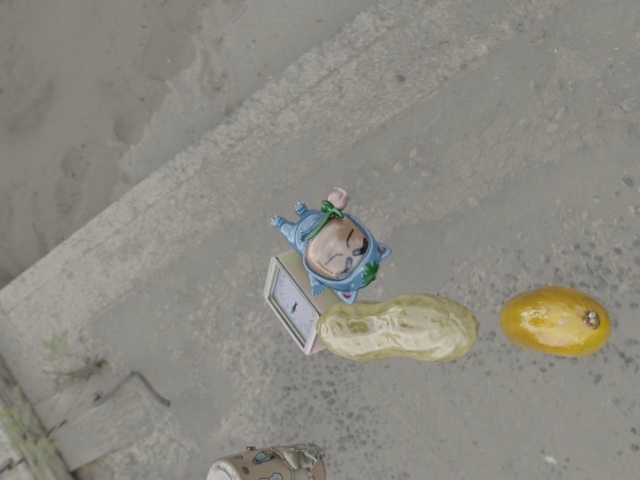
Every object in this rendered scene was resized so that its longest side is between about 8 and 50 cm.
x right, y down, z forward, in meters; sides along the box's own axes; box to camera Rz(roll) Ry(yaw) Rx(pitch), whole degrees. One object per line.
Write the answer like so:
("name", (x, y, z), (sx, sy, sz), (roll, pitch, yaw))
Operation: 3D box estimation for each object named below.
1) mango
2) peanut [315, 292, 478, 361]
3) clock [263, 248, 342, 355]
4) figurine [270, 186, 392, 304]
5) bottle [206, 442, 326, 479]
("mango", (0.414, 0.154, 1.097), (0.176, 0.317, 0.119), (7, 75, 3))
("peanut", (0.117, 0.145, 0.995), (0.274, 0.125, 0.111), (-7, 61, 23))
("clock", (-0.039, 0.132, 1.305), (0.192, 0.071, 0.147), (50, 143, 29))
("figurine", (0.002, -0.005, 0.834), (0.178, 0.114, 0.145), (36, 160, 37))
("bottle", (-0.053, 0.291, 0.732), (0.098, 0.152, 0.099), (0, 90, 52))
